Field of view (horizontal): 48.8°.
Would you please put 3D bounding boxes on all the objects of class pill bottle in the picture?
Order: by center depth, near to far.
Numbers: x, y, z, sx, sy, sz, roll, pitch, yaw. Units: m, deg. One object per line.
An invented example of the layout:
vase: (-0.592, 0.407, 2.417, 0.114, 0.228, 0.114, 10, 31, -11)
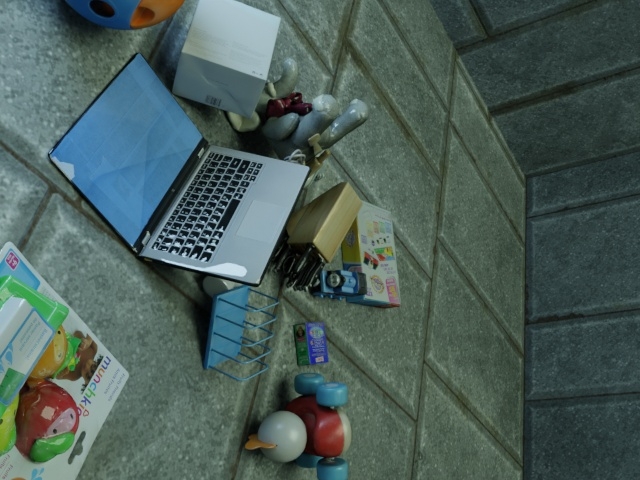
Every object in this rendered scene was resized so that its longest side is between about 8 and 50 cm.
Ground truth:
pill bottle: (-0.201, 0.061, 1.600, 0.087, 0.087, 0.160, 62, 34, -22)

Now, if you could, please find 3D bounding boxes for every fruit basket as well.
fruit basket: (-0.445, 0.232, 1.078, 0.353, 0.165, 0.327, 58, 36, -33)

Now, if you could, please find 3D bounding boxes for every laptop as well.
laptop: (-0.259, -0.157, 1.461, 0.236, 0.408, 0.382, 94, 12, -46)

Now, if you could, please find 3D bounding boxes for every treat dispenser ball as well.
treat dispenser ball: (-0.380, -0.553, 1.351, 0.288, 0.288, 0.288, 28, 56, -51)

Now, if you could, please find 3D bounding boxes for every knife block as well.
knife block: (0.000, 0.000, 1.811, 0.088, 0.275, 0.242, 52, 10, -35)

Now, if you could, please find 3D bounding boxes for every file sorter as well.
file sorter: (-0.166, 0.199, 1.526, 0.118, 0.104, 0.170, -16, 119, -59)

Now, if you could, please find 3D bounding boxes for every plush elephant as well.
plush elephant: (-0.083, -0.329, 1.796, 0.255, 0.330, 0.272, 56, 31, 9)

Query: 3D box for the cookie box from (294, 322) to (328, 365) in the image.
cookie box: (-0.024, 0.271, 1.849, 0.092, 0.040, 0.107, 10, 70, -57)

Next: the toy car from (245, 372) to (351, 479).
toy car: (-0.072, 0.439, 1.623, 0.238, 0.210, 0.219, -1, 93, -30)

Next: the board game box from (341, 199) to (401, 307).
board game box: (0.155, 0.044, 2.197, 0.242, 0.064, 0.317, 17, 65, -55)

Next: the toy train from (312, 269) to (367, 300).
toy train: (0.051, 0.120, 1.964, 0.184, 0.105, 0.080, 16, 65, -55)

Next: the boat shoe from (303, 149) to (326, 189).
boat shoe: (-0.018, -0.211, 2.003, 0.081, 0.079, 0.227, 49, 37, -30)

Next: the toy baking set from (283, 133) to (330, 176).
toy baking set: (-0.060, -0.177, 1.751, 0.030, 0.256, 0.197, 57, 29, 9)

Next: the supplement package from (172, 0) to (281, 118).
supplement package: (-0.216, -0.427, 1.625, 0.194, 0.149, 0.203, 17, 58, -12)
